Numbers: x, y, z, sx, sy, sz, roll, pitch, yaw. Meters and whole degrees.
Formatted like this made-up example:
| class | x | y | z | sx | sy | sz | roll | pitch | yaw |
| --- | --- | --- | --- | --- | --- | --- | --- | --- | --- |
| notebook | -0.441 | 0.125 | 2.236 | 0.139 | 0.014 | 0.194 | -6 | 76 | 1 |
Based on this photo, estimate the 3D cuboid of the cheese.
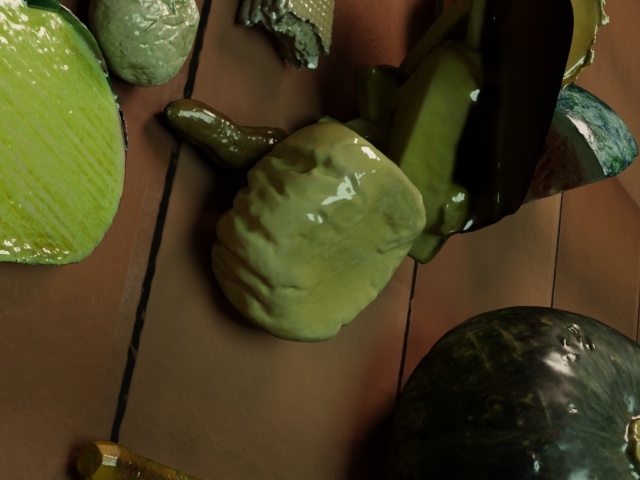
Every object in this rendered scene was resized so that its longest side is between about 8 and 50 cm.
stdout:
| class | x | y | z | sx | sy | sz | roll | pitch | yaw |
| --- | --- | --- | --- | --- | --- | --- | --- | --- | --- |
| cheese | 0.000 | 0.000 | 1.108 | 0.214 | 0.117 | 0.226 | -48 | 141 | -9 |

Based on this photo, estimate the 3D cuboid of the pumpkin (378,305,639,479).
| class | x | y | z | sx | sy | sz | roll | pitch | yaw |
| --- | --- | --- | --- | --- | --- | --- | --- | --- | --- |
| pumpkin | 0.267 | 0.301 | 1.350 | 0.455 | 0.344 | 0.454 | 21 | 56 | -35 |

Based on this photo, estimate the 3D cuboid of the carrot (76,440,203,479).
| class | x | y | z | sx | sy | sz | roll | pitch | yaw |
| --- | --- | --- | --- | --- | --- | --- | --- | --- | --- |
| carrot | -0.147 | 0.207 | 0.968 | 0.171 | 0.042 | 0.042 | 36 | 59 | -53 |

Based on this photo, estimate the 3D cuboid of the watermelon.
| class | x | y | z | sx | sy | sz | roll | pitch | yaw |
| --- | --- | --- | --- | --- | --- | --- | --- | --- | --- |
| watermelon | 0.335 | -0.147 | 1.672 | 0.148 | 0.226 | 0.318 | 59 | 1 | -6 |

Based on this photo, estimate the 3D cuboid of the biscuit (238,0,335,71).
| class | x | y | z | sx | sy | sz | roll | pitch | yaw |
| --- | --- | --- | --- | --- | --- | --- | --- | --- | --- |
| biscuit | -0.021 | -0.309 | 1.186 | 0.108 | 0.062 | 0.238 | 31 | 63 | -54 |

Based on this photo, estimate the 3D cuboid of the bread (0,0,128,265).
| class | x | y | z | sx | sy | sz | roll | pitch | yaw |
| --- | --- | --- | --- | --- | --- | --- | --- | --- | --- |
| bread | -0.231 | -0.084 | 0.857 | 0.228 | 0.034 | 0.228 | 9 | 79 | -60 |

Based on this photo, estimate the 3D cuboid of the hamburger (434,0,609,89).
| class | x | y | z | sx | sy | sz | roll | pitch | yaw |
| --- | --- | --- | --- | --- | --- | --- | --- | --- | --- |
| hamburger | 0.260 | -0.303 | 1.524 | 0.149 | 0.237 | 0.237 | -164 | -111 | -80 |

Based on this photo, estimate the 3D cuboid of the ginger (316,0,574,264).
| class | x | y | z | sx | sy | sz | roll | pitch | yaw |
| --- | --- | --- | --- | --- | --- | --- | --- | --- | --- |
| ginger | 0.143 | -0.209 | 1.286 | 0.358 | 0.211 | 0.413 | 79 | 32 | -46 |

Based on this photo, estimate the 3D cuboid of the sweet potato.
| class | x | y | z | sx | sy | sz | roll | pitch | yaw |
| --- | --- | --- | --- | --- | --- | --- | --- | --- | --- |
| sweet potato | -0.086 | -0.095 | 1.080 | 0.182 | 0.053 | 0.054 | 14 | 115 | -55 |

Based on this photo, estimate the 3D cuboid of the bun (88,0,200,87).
| class | x | y | z | sx | sy | sz | roll | pitch | yaw |
| --- | --- | --- | --- | --- | --- | --- | --- | --- | --- |
| bun | -0.145 | -0.189 | 0.961 | 0.115 | 0.069 | 0.115 | 21 | 67 | -60 |
